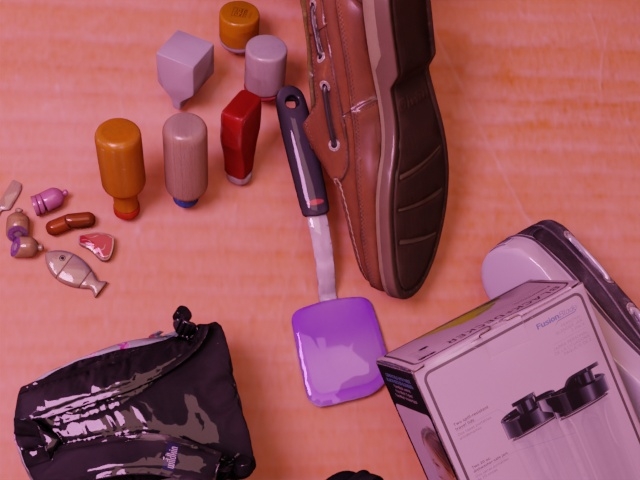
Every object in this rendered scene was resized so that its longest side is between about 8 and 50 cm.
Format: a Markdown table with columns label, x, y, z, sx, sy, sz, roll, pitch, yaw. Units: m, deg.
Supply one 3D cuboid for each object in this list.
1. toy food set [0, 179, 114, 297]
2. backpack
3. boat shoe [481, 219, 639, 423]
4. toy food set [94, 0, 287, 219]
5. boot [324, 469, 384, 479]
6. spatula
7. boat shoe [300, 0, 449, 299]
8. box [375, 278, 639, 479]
| label | x | y | z | sx | sy | sz | roll | pitch | yaw |
| --- | --- | --- | --- | --- | --- | --- | --- | --- | --- |
| toy food set | -0.239 | -0.008 | 0.894 | 0.122 | 0.019 | 0.078 | 26 | 71 | -1 |
| backpack | -0.156 | 0.154 | 0.811 | 0.182 | 0.115 | 0.152 | -13 | 65 | -12 |
| boat shoe | 0.274 | 0.111 | 0.906 | 0.102 | 0.108 | 0.301 | -29 | 74 | -35 |
| toy food set | -0.107 | -0.115 | 0.927 | 0.111 | 0.104 | 0.232 | 23 | 52 | 12 |
| boot | -0.089 | 0.252 | 0.769 | 0.207 | 0.094 | 0.246 | 19 | 58 | 29 |
| spatula | 0.000 | 0.000 | 0.913 | 0.084 | 0.030 | 0.297 | -10 | 88 | -13 |
| boat shoe | 0.045 | -0.101 | 0.891 | 0.104 | 0.110 | 0.307 | 7 | 107 | 32 |
| box | 0.185 | 0.195 | 0.828 | 0.169 | 0.087 | 0.290 | -26 | 97 | -15 |
